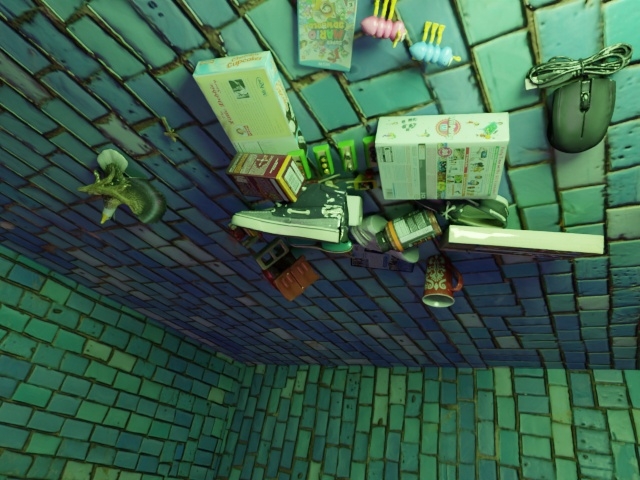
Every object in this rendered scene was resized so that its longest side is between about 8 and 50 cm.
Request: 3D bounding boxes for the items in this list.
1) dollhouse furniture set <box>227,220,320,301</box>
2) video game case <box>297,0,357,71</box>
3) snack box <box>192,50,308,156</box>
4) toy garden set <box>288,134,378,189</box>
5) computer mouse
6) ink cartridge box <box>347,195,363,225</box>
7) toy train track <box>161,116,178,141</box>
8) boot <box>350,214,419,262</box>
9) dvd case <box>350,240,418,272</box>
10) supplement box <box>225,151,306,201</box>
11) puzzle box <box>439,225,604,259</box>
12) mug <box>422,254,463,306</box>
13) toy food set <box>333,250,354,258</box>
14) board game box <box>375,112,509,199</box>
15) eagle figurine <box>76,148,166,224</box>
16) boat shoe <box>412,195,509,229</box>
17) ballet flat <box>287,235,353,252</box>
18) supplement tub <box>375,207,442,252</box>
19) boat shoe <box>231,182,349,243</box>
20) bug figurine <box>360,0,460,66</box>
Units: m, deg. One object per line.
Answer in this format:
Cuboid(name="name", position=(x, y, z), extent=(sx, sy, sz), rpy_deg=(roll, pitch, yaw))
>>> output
Cuboid(name="dollhouse furniture set", position=(-0.187, 0.032, 1.578), extent=(0.374, 0.152, 0.201), rpy_deg=(56, 167, -22))
Cuboid(name="video game case", position=(0.011, -0.436, 0.880), extent=(0.119, 0.015, 0.166), rpy_deg=(9, 150, 3))
Cuboid(name="snack box", position=(-0.166, -0.320, 1.085), extent=(0.187, 0.060, 0.322), rpy_deg=(0, 148, 16))
Cuboid(name="toy garden set", position=(0.052, -0.189, 1.185), extent=(0.244, 0.049, 0.204), rpy_deg=(-10, 151, 6))
Cuboid(name="computer mouse", position=(0.557, -0.275, 0.914), extent=(0.188, 0.072, 0.272), rpy_deg=(-7, 145, 26))
Cuboid(name="ink cartridge box", position=(0.023, -0.096, 1.306), extent=(0.212, 0.093, 0.154), rpy_deg=(6, -176, 11))
Cuboid(name="toy train track", position=(-0.437, -0.324, 1.216), extent=(0.048, 0.014, 0.083), rpy_deg=(10, 145, 16))
Cuboid(name="boot", position=(0.225, 0.003, 1.486), extent=(0.258, 0.095, 0.123), rpy_deg=(37, 147, -24))
Cuboid(name="dvd case", position=(0.241, 0.064, 1.633), extent=(0.253, 0.022, 0.180), rpy_deg=(6, 150, 9))
Cuboid(name="supplement box", position=(-0.149, -0.174, 1.144), extent=(0.188, 0.081, 0.104), rpy_deg=(10, 153, 30))
Cuboid(name="puzzle box", position=(0.588, 0.011, 1.294), extent=(0.408, 0.052, 0.272), rpy_deg=(5, 174, 11))
Cuboid(name="mug", position=(0.456, 0.146, 1.555), extent=(0.150, 0.169, 0.113), rpy_deg=(-6, 145, 26))
Cuboid(name="toy food set", position=(0.070, 0.040, 1.624), extent=(0.122, 0.019, 0.078), rpy_deg=(16, 151, 16))
Cuboid(name="board game box", position=(0.307, -0.209, 1.085), extent=(0.303, 0.098, 0.224), rpy_deg=(3, 150, 16))
Cuboid(name="eagle figurine", position=(-0.697, -0.156, 1.457), extent=(0.226, 0.225, 0.298), rpy_deg=(56, 179, 1))
Cuboid(name="boat shoe", position=(0.407, -0.101, 1.233), extent=(0.302, 0.091, 0.114), rpy_deg=(10, 149, 1))
Cuboid(name="ballet flat", position=(0.000, 0.000, 1.565), extent=(0.248, 0.086, 0.086), rpy_deg=(9, 150, 6))
Cuboid(name="supplement tub", position=(0.277, -0.029, 1.335), extent=(0.197, 0.106, 0.106), rpy_deg=(-24, 138, 18))
Cuboid(name="boat shoe", position=(-0.078, -0.088, 1.197), extent=(0.340, 0.158, 0.127), rpy_deg=(9, 176, 6))
Cuboid(name="bug figurine", position=(0.186, -0.435, 0.769), extent=(0.216, 0.072, 0.279), rpy_deg=(11, 150, 1))
